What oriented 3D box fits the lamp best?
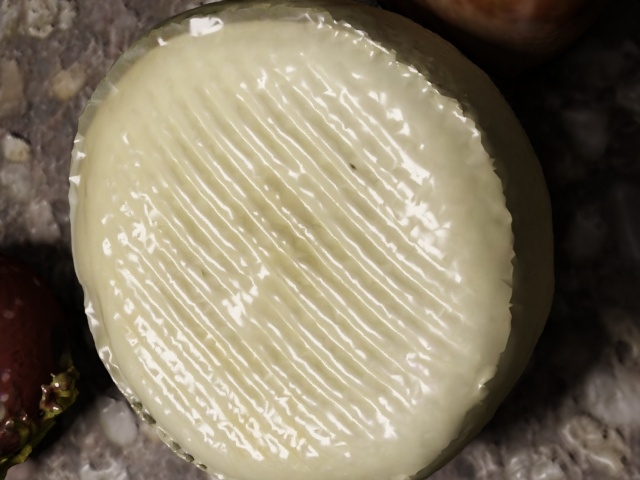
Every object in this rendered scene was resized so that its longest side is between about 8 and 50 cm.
[{"bbox_3d":[-0.230,0.083,0.869,0.156,0.135,0.157,-18,46,-8],"label":"lamp"}]

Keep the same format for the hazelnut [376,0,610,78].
[{"bbox_3d":[0.100,-0.199,0.732,0.210,0.210,0.186,37,69,23],"label":"hazelnut"}]

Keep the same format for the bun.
[{"bbox_3d":[0.000,0.000,0.764,0.287,0.146,0.287,5,99,32],"label":"bun"}]
